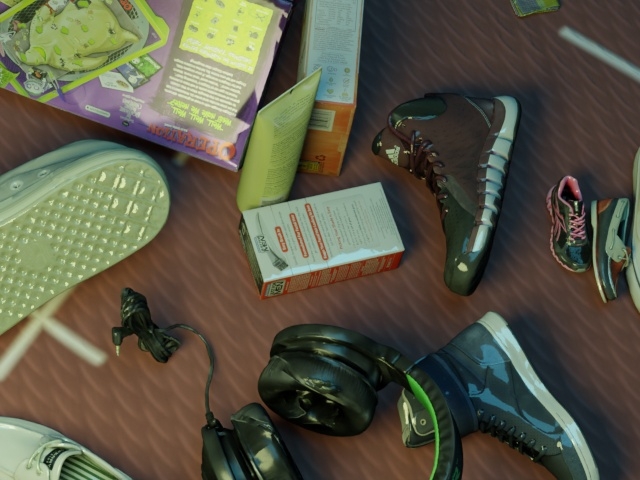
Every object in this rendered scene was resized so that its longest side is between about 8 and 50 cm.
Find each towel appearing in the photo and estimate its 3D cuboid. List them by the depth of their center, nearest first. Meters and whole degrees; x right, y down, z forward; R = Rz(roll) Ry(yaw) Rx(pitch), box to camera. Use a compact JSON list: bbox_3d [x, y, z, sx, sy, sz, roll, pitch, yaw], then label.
[{"bbox_3d":[0.264,-0.320,2.165,0.060,0.009,0.083,-12,64,-13],"label":"towel"}]

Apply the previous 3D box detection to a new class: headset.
[{"bbox_3d":[-0.043,0.175,1.746,0.394,0.185,0.243,28,69,32],"label":"headset"}]

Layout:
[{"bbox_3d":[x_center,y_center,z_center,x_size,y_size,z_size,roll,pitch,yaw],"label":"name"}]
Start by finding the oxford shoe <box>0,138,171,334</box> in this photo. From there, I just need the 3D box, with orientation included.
[{"bbox_3d":[-0.376,0.018,1.840,0.449,0.169,0.130,-26,27,-11],"label":"oxford shoe"}]

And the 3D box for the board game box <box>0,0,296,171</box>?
[{"bbox_3d":[-0.222,-0.233,1.964,0.346,0.056,0.208,20,98,3],"label":"board game box"}]

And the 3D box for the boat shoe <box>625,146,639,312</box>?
[{"bbox_3d":[0.412,-0.021,1.980,0.096,0.088,0.268,10,61,-3],"label":"boat shoe"}]

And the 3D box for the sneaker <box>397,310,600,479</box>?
[{"bbox_3d":[0.180,0.208,1.829,0.163,0.086,0.226,-30,72,-18],"label":"sneaker"}]

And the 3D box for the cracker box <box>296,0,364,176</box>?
[{"bbox_3d":[0.008,-0.213,1.990,0.067,0.156,0.232,7,61,-3],"label":"cracker box"}]

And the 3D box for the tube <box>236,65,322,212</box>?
[{"bbox_3d":[-0.049,-0.103,1.875,0.062,0.240,0.070,9,62,-6],"label":"tube"}]

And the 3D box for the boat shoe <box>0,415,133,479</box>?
[{"bbox_3d":[-0.267,0.233,1.759,0.226,0.076,0.083,22,61,5],"label":"boat shoe"}]

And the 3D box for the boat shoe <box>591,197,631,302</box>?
[{"bbox_3d":[0.337,0.009,1.972,0.043,0.049,0.137,-6,55,15],"label":"boat shoe"}]

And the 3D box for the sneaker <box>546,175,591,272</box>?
[{"bbox_3d":[0.291,-0.022,1.982,0.047,0.057,0.119,-4,64,-12],"label":"sneaker"}]

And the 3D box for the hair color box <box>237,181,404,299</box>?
[{"bbox_3d":[0.000,0.000,1.933,0.167,0.053,0.093,-12,65,-15],"label":"hair color box"}]

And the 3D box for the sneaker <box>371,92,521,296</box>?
[{"bbox_3d":[0.130,-0.063,1.968,0.162,0.106,0.281,13,51,5],"label":"sneaker"}]

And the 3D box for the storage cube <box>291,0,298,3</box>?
[{"bbox_3d":[-0.100,-0.381,2.050,0.193,0.184,0.215,26,62,7],"label":"storage cube"}]
